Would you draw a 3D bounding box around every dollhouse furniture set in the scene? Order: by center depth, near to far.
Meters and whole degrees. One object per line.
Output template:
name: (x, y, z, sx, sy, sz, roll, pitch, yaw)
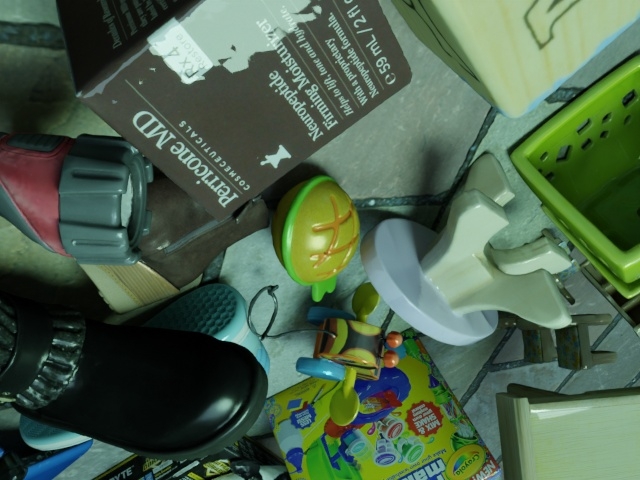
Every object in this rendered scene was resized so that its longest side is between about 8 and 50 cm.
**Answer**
dollhouse furniture set: (0.348, 0.299, 0.950, 0.256, 0.363, 0.394, -3, 172, -7)
dollhouse furniture set: (0.503, 0.039, 1.031, 0.212, 0.161, 0.242, -41, 138, 12)

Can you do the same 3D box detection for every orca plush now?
orca plush: (-0.155, 0.428, 0.971, 0.287, 0.102, 0.151, 17, 120, -40)

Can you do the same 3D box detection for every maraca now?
maraca: (0.000, 0.000, 0.746, 0.127, 0.099, 0.186, -57, 150, -20)

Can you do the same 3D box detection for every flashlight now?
flashlight: (-0.290, -0.040, 0.473, 0.303, 0.103, 0.103, 3, 165, -2)

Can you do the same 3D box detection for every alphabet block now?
alphabet block: (0.150, -0.259, 0.512, 0.193, 0.192, 0.197, -43, 139, 11)

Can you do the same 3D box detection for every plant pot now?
plant pot: (0.432, -0.070, 0.843, 0.227, 0.228, 0.207, -38, 144, 8)

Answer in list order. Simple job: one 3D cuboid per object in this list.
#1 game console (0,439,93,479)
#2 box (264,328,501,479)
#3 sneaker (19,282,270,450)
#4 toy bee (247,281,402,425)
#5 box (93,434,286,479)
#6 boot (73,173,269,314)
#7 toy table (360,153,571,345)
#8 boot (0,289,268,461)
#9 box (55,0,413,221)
game console: (-0.509, 0.310, 0.821, 0.293, 0.173, 0.250, -38, 169, 10)
box: (0.099, 0.353, 1.023, 0.289, 0.279, 0.177, -26, 139, -6)
sneaker: (-0.207, 0.208, 0.819, 0.318, 0.127, 0.208, -27, 138, -2)
toy bee: (0.041, 0.159, 0.852, 0.298, 0.162, 0.196, 1, 94, -65)
box: (-0.214, 0.446, 1.089, 0.257, 0.079, 0.322, -34, 139, 1)
boot: (-0.172, -0.049, 0.637, 0.206, 0.090, 0.248, -34, 139, -14)
toy table: (0.201, 0.026, 0.803, 0.160, 0.252, 0.274, -36, 153, 31)
boot: (-0.249, 0.109, 0.600, 0.347, 0.131, 0.260, -3, 145, 19)
box: (-0.069, -0.163, 0.494, 0.203, 0.167, 0.168, -36, 139, 7)
